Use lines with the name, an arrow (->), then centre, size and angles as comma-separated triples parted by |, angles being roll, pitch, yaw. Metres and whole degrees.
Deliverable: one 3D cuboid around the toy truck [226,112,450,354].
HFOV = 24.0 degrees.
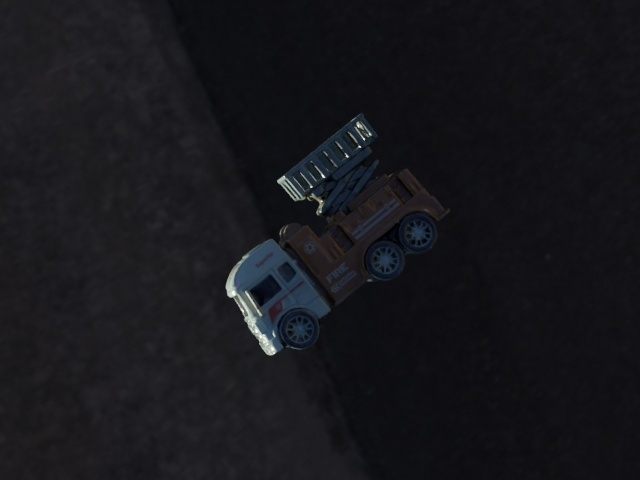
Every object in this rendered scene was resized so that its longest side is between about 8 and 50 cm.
toy truck -> 0.000, 0.000, 1.175 | 0.115, 0.178, 0.080 | 50, 172, -4
